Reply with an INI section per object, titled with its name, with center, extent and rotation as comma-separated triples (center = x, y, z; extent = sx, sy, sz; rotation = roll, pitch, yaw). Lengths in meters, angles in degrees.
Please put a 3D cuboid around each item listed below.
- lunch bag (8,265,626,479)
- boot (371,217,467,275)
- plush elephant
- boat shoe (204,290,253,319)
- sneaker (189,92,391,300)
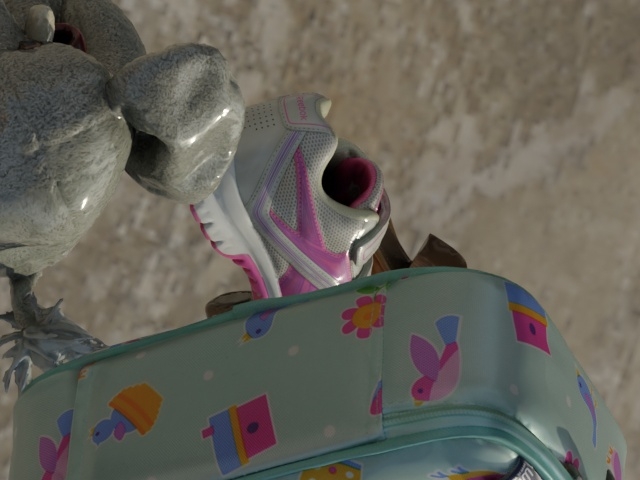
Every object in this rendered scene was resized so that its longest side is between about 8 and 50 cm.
[lunch bag]
center = 0.009, 0.129, 0.879
extent = 0.224, 0.279, 0.108
rotation = 54, 29, -43
[boot]
center = 0.020, 0.028, 1.662
extent = 0.073, 0.197, 0.152
rotation = -35, 162, -54
[plush elephant]
center = -0.197, -0.073, 1.081
extent = 0.272, 0.330, 0.255
rotation = -25, 172, -23
[boat shoe]
center = -0.001, 0.080, 1.479
extent = 0.068, 0.190, 0.072
rotation = -30, 117, -56
[sneaker]
center = 0.000, 0.000, 1.225
extent = 0.252, 0.111, 0.103
rotation = 59, 14, -47
